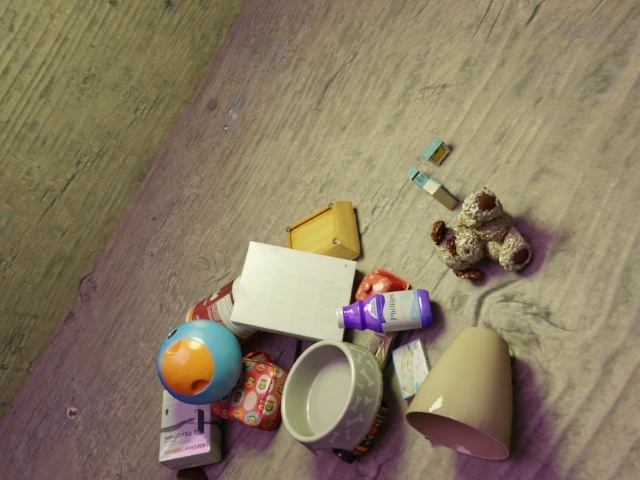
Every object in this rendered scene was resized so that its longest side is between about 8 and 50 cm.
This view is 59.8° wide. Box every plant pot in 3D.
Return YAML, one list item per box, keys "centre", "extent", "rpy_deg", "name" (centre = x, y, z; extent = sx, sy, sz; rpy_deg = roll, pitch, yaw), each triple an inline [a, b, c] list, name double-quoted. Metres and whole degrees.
- centre: [0.380, 0.368, 1.415]
  extent: [0.256, 0.256, 0.274]
  rpy_deg: [-3, 51, 42]
  name: "plant pot"

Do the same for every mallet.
- centre: [-0.095, 0.434, 1.932]
  extent: [0.039, 0.062, 0.189]
  rpy_deg: [-19, 55, 37]
  name: "mallet"

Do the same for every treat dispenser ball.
- centre: [-0.413, 0.416, 1.914]
  extent: [0.288, 0.288, 0.288]
  rpy_deg: [-22, 54, 34]
  name: "treat dispenser ball"

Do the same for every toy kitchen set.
- centre: [0.384, -0.232, 1.807]
  extent: [0.166, 0.122, 0.207]
  rpy_deg: [-51, 43, 9]
  name: "toy kitchen set"

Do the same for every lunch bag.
- centre: [-0.248, 0.521, 1.985]
  extent: [0.293, 0.120, 0.258]
  rpy_deg: [0, 68, 44]
  name: "lunch bag"

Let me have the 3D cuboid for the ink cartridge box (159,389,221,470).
- centre: [-0.475, 0.682, 2.053]
  extent: [0.197, 0.114, 0.272]
  rpy_deg: [-14, 52, 7]
  name: "ink cartridge box"

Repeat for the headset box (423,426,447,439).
- centre: [0.312, 0.506, 1.532]
  extent: [0.083, 0.032, 0.062]
  rpy_deg: [-31, 50, 25]
  name: "headset box"

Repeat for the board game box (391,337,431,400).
- centre: [0.273, 0.380, 1.642]
  extent: [0.103, 0.026, 0.154]
  rpy_deg: [-32, 49, 27]
  name: "board game box"

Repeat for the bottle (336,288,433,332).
- centre: [0.191, 0.218, 1.676]
  extent: [0.283, 0.092, 0.118]
  rpy_deg: [-7, 57, 7]
  name: "bottle"

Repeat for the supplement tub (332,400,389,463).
- centre: [0.114, 0.552, 1.640]
  extent: [0.106, 0.106, 0.198]
  rpy_deg: [29, 90, 47]
  name: "supplement tub"

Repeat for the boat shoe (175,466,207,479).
- centre: [-0.455, 0.944, 1.945]
  extent: [0.341, 0.122, 0.110]
  rpy_deg: [-119, 45, -56]
  name: "boat shoe"

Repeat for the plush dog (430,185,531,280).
- centre: [0.434, -0.010, 1.596]
  extent: [0.225, 0.262, 0.210]
  rpy_deg: [-34, 14, 12]
  name: "plush dog"

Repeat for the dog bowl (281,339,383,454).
- centre: [0.020, 0.454, 1.649]
  extent: [0.349, 0.102, 0.348]
  rpy_deg: [-32, 41, 33]
  name: "dog bowl"

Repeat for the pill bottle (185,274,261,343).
- centre: [-0.304, 0.265, 2.103]
  extent: [0.392, 0.224, 0.224]
  rpy_deg: [-32, 49, 26]
  name: "pill bottle"

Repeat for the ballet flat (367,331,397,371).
- centre: [0.188, 0.315, 1.707]
  extent: [0.073, 0.067, 0.206]
  rpy_deg: [108, -173, -71]
  name: "ballet flat"

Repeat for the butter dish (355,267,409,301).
- centre: [0.175, 0.165, 1.786]
  extent: [0.160, 0.118, 0.160]
  rpy_deg: [27, 87, 47]
  name: "butter dish"

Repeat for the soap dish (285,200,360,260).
- centre: [0.000, 0.000, 2.042]
  extent: [0.291, 0.118, 0.228]
  rpy_deg: [-28, 51, 31]
  name: "soap dish"

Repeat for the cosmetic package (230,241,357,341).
- centre: [-0.085, 0.179, 1.885]
  extent: [0.377, 0.097, 0.284]
  rpy_deg: [11, 73, 4]
  name: "cosmetic package"
